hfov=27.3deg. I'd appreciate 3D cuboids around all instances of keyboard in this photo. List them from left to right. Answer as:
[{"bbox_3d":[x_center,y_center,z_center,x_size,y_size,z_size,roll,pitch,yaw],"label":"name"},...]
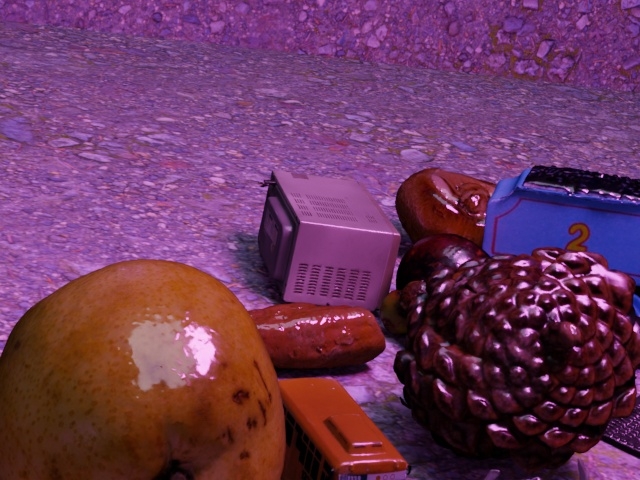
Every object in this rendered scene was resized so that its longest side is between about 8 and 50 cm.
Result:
[{"bbox_3d":[0.463,0.246,1.837,0.087,0.017,0.250,27,25,32],"label":"keyboard"}]

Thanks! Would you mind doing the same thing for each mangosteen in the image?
[{"bbox_3d":[0.174,0.076,1.936,0.184,0.172,0.172,-23,31,-15],"label":"mangosteen"}]

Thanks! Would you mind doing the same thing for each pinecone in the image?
[{"bbox_3d":[0.240,0.149,1.625,0.298,0.242,0.296,-45,24,-20],"label":"pinecone"}]

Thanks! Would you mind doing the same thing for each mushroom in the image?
[{"bbox_3d":[0.247,-0.039,2.288,0.253,0.153,0.253,19,20,-7],"label":"mushroom"}]

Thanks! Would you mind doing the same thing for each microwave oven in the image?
[{"bbox_3d":[0.000,0.000,2.054,0.194,0.145,0.240,4,21,-15],"label":"microwave oven"}]

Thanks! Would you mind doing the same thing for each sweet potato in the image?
[{"bbox_3d":[-0.032,0.128,1.763,0.251,0.097,0.097,2,22,-23],"label":"sweet potato"}]

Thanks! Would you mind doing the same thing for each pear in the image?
[{"bbox_3d":[-0.176,0.174,1.251,0.304,0.304,0.304,11,20,-4],"label":"pear"}]

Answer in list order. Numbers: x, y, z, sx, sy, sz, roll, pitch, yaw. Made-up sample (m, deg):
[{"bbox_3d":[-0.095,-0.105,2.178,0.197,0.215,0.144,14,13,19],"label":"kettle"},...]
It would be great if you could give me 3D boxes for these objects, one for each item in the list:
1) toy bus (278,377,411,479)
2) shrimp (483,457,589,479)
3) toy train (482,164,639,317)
[{"bbox_3d":[0.014,0.238,1.449,0.098,0.114,0.201,1,22,-26],"label":"toy bus"},{"bbox_3d":[0.165,0.327,1.258,0.221,0.166,0.410,50,44,7],"label":"shrimp"},{"bbox_3d":[0.389,0.022,2.027,0.300,0.265,0.188,8,19,12],"label":"toy train"}]
